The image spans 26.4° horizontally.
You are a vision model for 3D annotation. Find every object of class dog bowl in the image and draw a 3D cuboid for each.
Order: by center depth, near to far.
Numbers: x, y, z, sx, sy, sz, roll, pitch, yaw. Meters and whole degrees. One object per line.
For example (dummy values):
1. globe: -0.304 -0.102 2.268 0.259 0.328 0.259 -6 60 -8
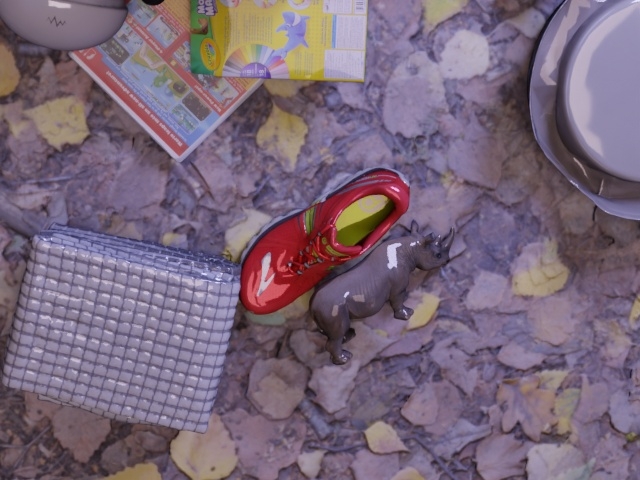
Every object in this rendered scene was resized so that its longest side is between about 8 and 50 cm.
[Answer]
1. dog bowl: 0.433 -0.204 1.798 0.349 0.102 0.348 -1 105 -5

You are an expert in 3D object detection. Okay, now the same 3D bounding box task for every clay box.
1. clay box: -0.052 -0.269 1.720 0.222 0.053 0.127 3 104 2

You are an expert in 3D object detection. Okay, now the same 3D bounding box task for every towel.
1. towel: -0.261 0.112 1.797 0.284 0.121 0.235 13 109 -5

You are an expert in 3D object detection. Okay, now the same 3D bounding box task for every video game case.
1. video game case: -0.153 -0.269 1.758 0.285 0.025 0.204 -43 105 5

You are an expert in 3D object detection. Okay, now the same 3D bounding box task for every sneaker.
1. sneaker: 0.000 0.000 1.794 0.279 0.118 0.107 -40 104 5

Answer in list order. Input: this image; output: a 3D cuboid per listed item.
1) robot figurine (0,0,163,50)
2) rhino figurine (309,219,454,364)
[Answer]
1. robot figurine: -0.299 -0.369 1.645 0.209 0.173 0.278 21 105 34
2. rhino figurine: 0.088 0.055 1.833 0.243 0.073 0.106 -36 121 -11
